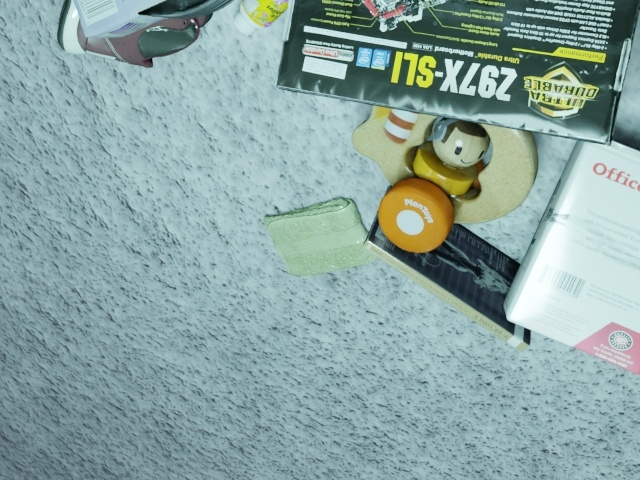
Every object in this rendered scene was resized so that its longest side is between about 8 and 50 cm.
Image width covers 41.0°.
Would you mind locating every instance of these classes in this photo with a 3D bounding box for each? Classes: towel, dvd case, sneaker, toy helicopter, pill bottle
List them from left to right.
[{"bbox_3d":[-0.185,-0.321,0.971,0.163,0.106,0.281,16,124,-22],"label":"sneaker"},{"bbox_3d":[-0.063,-0.270,0.973,0.043,0.043,0.083,45,131,-14],"label":"pill bottle"},{"bbox_3d":[0.000,0.000,1.172,0.148,0.027,0.110,-12,121,31],"label":"towel"},{"bbox_3d":[0.108,-0.175,0.917,0.235,0.140,0.355,-30,102,42],"label":"toy helicopter"},{"bbox_3d":[0.161,0.026,1.027,0.221,0.164,0.018,33,122,-3],"label":"dvd case"}]

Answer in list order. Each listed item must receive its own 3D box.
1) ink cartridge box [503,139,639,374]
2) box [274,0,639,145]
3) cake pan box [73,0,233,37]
[{"bbox_3d":[0.315,0.009,0.932,0.159,0.092,0.217,23,103,6],"label":"ink cartridge box"},{"bbox_3d":[0.135,-0.242,0.802,0.322,0.079,0.257,12,99,16],"label":"box"},{"bbox_3d":[-0.154,-0.347,0.810,0.246,0.070,0.266,-17,95,27],"label":"cake pan box"}]
